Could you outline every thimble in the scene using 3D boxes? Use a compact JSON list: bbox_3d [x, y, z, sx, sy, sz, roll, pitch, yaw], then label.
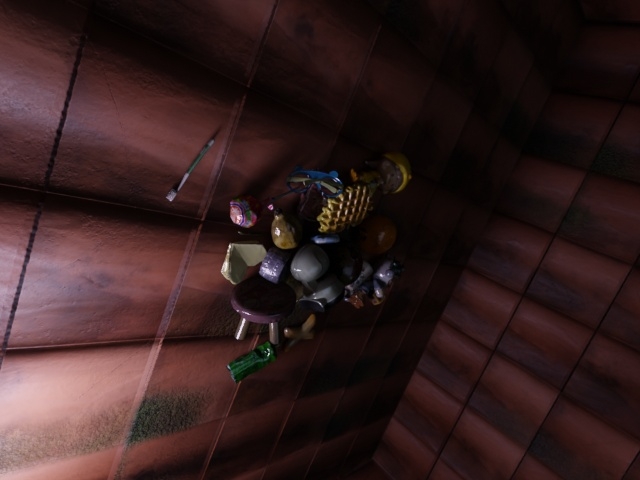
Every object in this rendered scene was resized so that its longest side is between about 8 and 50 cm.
[{"bbox_3d":[-0.190,0.105,1.737,0.150,0.097,0.150,24,90,-83],"label":"thimble"}]

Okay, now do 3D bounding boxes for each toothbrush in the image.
[{"bbox_3d":[-0.436,-0.242,1.366,0.257,0.018,0.024,-54,134,-4],"label":"toothbrush"}]

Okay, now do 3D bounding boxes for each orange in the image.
[{"bbox_3d":[0.290,-0.033,2.113,0.219,0.193,0.219,-12,117,-25],"label":"orange"}]

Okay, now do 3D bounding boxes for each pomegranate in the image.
[{"bbox_3d":[0.077,0.115,1.999,0.242,0.242,0.306,-37,180,-24],"label":"pomegranate"}]

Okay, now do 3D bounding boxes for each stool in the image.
[{"bbox_3d":[-0.244,0.294,1.706,0.272,0.272,0.178,-15,127,-40],"label":"stool"}]

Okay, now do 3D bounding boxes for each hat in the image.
[{"bbox_3d":[0.033,-0.188,1.812,0.286,0.107,0.237,10,108,-46],"label":"hat"}]

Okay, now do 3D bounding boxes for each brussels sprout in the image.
[{"bbox_3d":[-0.138,0.210,1.879,0.151,0.122,0.149,-22,103,-37],"label":"brussels sprout"}]

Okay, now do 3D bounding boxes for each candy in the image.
[{"bbox_3d":[-0.204,-0.159,1.611,0.365,0.124,0.124,-32,135,-43],"label":"candy"}]

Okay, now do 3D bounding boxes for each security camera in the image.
[{"bbox_3d":[-0.025,0.151,1.775,0.191,0.197,0.277,-38,111,-33],"label":"security camera"}]

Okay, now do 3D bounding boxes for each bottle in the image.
[{"bbox_3d":[0.162,0.213,2.188,0.253,0.120,0.120,-43,138,-18],"label":"bottle"}]

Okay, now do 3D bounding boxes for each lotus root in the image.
[{"bbox_3d":[-0.147,-0.046,1.696,0.138,0.138,0.214,-44,143,-17],"label":"lotus root"}]

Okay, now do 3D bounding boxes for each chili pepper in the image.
[{"bbox_3d":[-0.310,0.572,1.944,0.270,0.099,0.136,-31,124,-23],"label":"chili pepper"}]

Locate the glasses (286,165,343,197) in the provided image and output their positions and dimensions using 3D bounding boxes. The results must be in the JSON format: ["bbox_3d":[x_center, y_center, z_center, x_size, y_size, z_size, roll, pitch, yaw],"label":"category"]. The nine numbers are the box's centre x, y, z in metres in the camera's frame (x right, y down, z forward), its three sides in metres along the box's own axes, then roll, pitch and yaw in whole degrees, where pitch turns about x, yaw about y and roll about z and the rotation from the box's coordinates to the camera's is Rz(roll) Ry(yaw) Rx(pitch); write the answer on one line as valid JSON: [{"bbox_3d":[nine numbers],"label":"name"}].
[{"bbox_3d":[-0.022,-0.215,1.624,0.239,0.207,0.102,9,115,-4],"label":"glasses"}]

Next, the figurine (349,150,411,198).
[{"bbox_3d":[0.287,-0.308,1.952,0.343,0.187,0.215,-21,137,-29],"label":"figurine"}]

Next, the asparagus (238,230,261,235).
[{"bbox_3d":[-0.290,-0.029,1.653,0.114,0.014,0.015,3,77,-48],"label":"asparagus"}]

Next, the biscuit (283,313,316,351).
[{"bbox_3d":[-0.106,0.494,2.146,0.208,0.047,0.164,-19,127,-38],"label":"biscuit"}]

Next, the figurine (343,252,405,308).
[{"bbox_3d":[0.327,0.234,2.298,0.186,0.261,0.382,50,61,-7],"label":"figurine"}]

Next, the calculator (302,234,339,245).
[{"bbox_3d":[0.000,0.000,1.842,0.121,0.210,0.039,-2,86,-26],"label":"calculator"}]

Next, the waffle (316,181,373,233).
[{"bbox_3d":[0.123,-0.133,1.808,0.309,0.065,0.283,-44,146,1],"label":"waffle"}]

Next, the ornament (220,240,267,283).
[{"bbox_3d":[-0.322,0.065,1.651,0.201,0.059,0.180,-44,137,-21],"label":"ornament"}]
